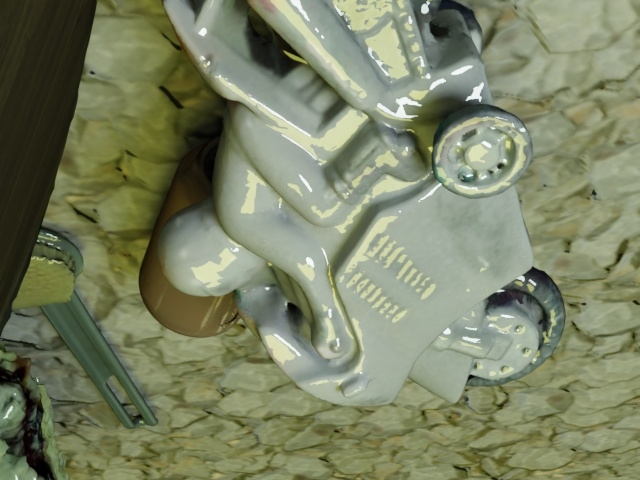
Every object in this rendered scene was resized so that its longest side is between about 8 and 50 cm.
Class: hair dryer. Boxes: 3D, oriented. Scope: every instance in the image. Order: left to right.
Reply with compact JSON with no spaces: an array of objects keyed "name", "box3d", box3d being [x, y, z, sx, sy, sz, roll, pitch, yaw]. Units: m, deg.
[{"name":"hair dryer","box3d":[0.000,0.000,0.628,0.182,0.064,0.117,2,145,-22]}]

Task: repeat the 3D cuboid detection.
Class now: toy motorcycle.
[{"name":"toy motorcycle","box3d":[0.008,-0.016,0.504,0.171,0.110,0.260,-20,124,7]}]

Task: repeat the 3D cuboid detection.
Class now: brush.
[{"name":"brush","box3d":[-0.149,0.071,0.741,0.062,0.027,0.266,-8,146,6]}]

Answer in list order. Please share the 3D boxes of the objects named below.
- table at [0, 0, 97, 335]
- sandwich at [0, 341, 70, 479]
[{"name":"table","box3d":[-0.231,-0.049,0.402,0.249,0.317,0.317,18,143,-7]},{"name":"sandwich","box3d":[-0.280,0.168,0.671,0.262,0.131,0.325,-11,115,-6]}]
